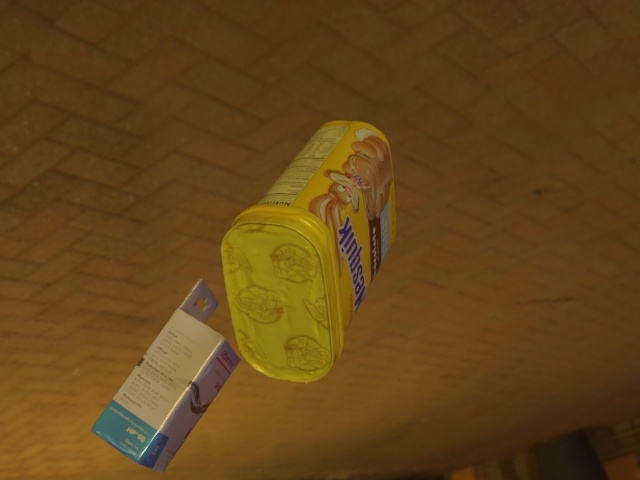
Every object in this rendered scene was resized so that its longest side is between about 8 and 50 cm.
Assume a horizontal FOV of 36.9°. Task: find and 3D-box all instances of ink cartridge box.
[{"bbox_3d":[-0.139,0.136,0.957,0.180,0.060,0.104,-55,166,-13],"label":"ink cartridge box"}]

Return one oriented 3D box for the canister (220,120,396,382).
[{"bbox_3d":[0.000,0.000,0.689,0.073,0.170,0.126,5,122,20],"label":"canister"}]
